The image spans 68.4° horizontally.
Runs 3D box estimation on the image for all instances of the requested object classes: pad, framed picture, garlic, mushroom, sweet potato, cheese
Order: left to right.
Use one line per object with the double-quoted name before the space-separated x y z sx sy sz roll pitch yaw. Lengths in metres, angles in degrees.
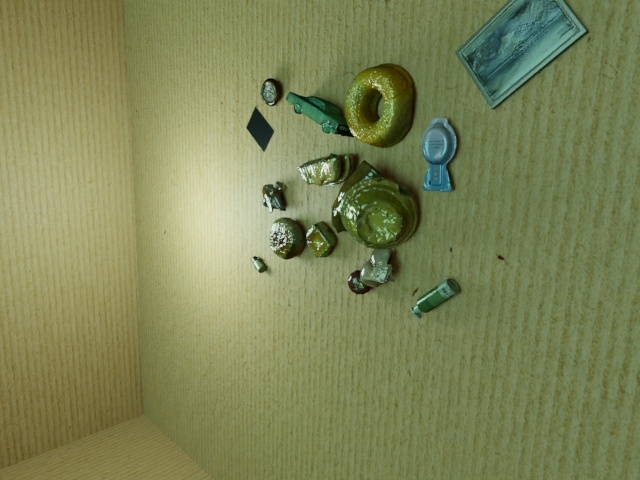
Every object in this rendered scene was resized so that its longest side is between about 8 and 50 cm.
"pad" -0.296 -0.540 2.289 0.190 0.004 0.127 54 130 24
"mushroom" -0.225 -0.679 2.157 0.123 0.052 0.123 20 118 43
"sweet potato" 0.131 -0.145 1.813 0.158 0.157 0.370 54 129 25
"garlic" 0.226 0.102 1.796 0.124 0.099 0.175 28 97 29
"cheese" 0.396 -0.289 1.586 0.135 0.052 0.245 11 105 47
"framed picture" 0.571 -0.578 1.378 0.315 0.024 0.232 -41 69 43

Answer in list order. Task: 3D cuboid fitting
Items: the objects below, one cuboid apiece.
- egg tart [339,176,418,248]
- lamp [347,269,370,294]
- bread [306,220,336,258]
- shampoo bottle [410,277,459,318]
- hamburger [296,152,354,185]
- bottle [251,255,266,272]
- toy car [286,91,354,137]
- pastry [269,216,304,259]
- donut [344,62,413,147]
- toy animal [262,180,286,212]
"egg tart" 0.209 -0.084 1.676 0.290 0.115 0.291 3 117 5
"lamp" 0.158 0.167 1.881 0.101 0.090 0.101 3 104 11
"bread" 0.000 0.000 2.029 0.140 0.069 0.128 52 130 22
"shampoo bottle" 0.398 0.209 1.663 0.204 0.065 0.065 -45 65 40
"hamburger" 0.035 -0.288 1.921 0.262 0.124 0.131 -1 114 50
"bottle" -0.316 0.117 2.394 0.063 0.047 0.101 -43 56 1
"toy car" 0.003 -0.513 1.889 0.320 0.141 0.097 41 118 33
"pastry" -0.153 -0.009 2.166 0.182 0.093 0.193 46 131 29
"donut" 0.203 -0.490 1.710 0.302 0.110 0.303 11 105 44
"toy animal" -0.223 -0.184 2.224 0.188 0.089 0.179 58 145 23
